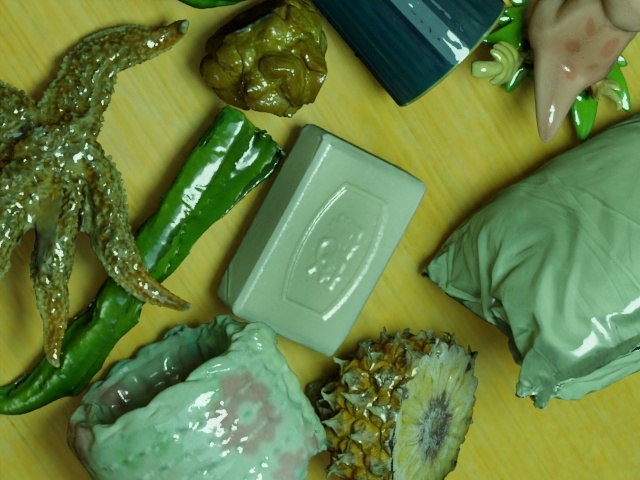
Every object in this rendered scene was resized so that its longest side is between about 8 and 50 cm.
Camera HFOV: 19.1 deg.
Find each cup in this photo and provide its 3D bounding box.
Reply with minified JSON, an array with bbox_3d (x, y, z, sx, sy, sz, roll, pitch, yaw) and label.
[{"bbox_3d":[0.076,-0.231,1.684,0.155,0.131,0.176,44,61,-12],"label":"cup"}]

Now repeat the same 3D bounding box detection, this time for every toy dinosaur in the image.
[{"bbox_3d":[0.248,-0.169,1.692,0.194,0.177,0.152,-45,104,2],"label":"toy dinosaur"}]

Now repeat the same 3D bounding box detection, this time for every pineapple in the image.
[{"bbox_3d":[0.047,0.157,1.753,0.137,0.161,0.176,15,94,31],"label":"pineapple"}]

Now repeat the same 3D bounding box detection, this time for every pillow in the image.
[{"bbox_3d":[0.259,0.005,1.686,0.310,0.283,0.138,-30,123,-1],"label":"pillow"}]

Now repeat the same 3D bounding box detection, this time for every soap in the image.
[{"bbox_3d":[0.000,0.000,1.723,0.121,0.064,0.183,25,97,-29],"label":"soap"}]

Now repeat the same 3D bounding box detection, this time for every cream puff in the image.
[{"bbox_3d":[-0.042,-0.157,1.668,0.116,0.122,0.094,-39,106,-19],"label":"cream puff"}]

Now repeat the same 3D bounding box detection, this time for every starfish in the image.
[{"bbox_3d":[-0.249,-0.037,1.634,0.301,0.084,0.294,-5,84,-10],"label":"starfish"}]

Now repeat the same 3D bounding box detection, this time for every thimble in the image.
[{"bbox_3d":[-0.106,0.167,1.675,0.211,0.185,0.149,-28,106,17],"label":"thimble"}]

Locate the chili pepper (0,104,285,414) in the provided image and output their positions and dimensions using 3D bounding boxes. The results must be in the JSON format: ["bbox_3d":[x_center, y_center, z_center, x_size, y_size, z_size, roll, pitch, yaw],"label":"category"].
[{"bbox_3d":[-0.174,0.030,1.707,0.359,0.076,0.085,-46,130,0],"label":"chili pepper"}]

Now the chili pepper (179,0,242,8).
[{"bbox_3d":[-0.183,-0.291,1.545,0.385,0.213,0.167,15,118,-34],"label":"chili pepper"}]
